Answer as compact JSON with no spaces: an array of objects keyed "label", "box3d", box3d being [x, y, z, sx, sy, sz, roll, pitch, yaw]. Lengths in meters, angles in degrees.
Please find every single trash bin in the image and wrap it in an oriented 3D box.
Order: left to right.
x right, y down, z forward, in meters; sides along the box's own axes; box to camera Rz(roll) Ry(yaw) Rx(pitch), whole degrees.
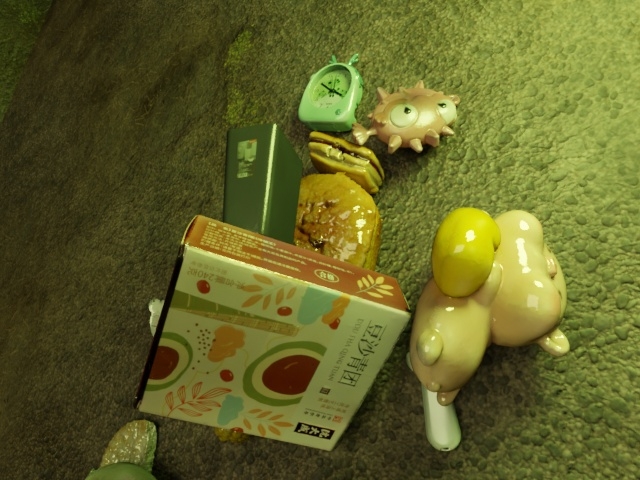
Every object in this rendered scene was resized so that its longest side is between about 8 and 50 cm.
[{"label":"trash bin","box3d":[-0.117,-0.087,0.864,0.115,0.165,0.225,-3,69,16]}]

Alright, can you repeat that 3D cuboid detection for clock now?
[{"label":"clock","box3d":[0.040,-0.389,1.126,0.159,0.066,0.211,14,81,32]}]

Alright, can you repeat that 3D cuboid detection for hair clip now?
[{"label":"hair clip","box3d":[-0.428,0.224,1.205,0.172,0.049,0.116,-2,69,32]}]

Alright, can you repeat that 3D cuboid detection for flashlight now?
[{"label":"flashlight","box3d":[0.220,0.287,0.816,0.093,0.047,0.200,-13,71,18]}]

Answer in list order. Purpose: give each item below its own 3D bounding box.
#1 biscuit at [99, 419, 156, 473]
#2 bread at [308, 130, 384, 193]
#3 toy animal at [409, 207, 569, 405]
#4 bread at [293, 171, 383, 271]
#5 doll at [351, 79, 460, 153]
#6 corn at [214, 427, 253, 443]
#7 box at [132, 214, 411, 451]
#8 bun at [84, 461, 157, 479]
[{"label":"biscuit","box3d":[-0.505,0.593,1.133,0.188,0.040,0.265,38,96,33]},{"label":"bread","box3d":[0.053,-0.183,1.021,0.200,0.116,0.077,28,83,33]},{"label":"toy animal","box3d":[0.291,0.094,0.707,0.247,0.277,0.345,14,62,16]},{"label":"bread","box3d":[-0.003,0.005,0.966,0.312,0.172,0.312,-12,64,26]},{"label":"doll","box3d":[0.192,-0.272,0.964,0.262,0.093,0.211,-15,56,-3]},{"label":"corn","box3d":[-0.112,0.300,0.960,0.120,0.120,0.363,41,95,33]},{"label":"box","box3d":[-0.093,0.182,0.778,0.122,0.385,0.344,-100,31,-64]},{"label":"bun","box3d":[-0.482,0.667,0.983,0.283,0.179,0.283,1,94,21]}]
